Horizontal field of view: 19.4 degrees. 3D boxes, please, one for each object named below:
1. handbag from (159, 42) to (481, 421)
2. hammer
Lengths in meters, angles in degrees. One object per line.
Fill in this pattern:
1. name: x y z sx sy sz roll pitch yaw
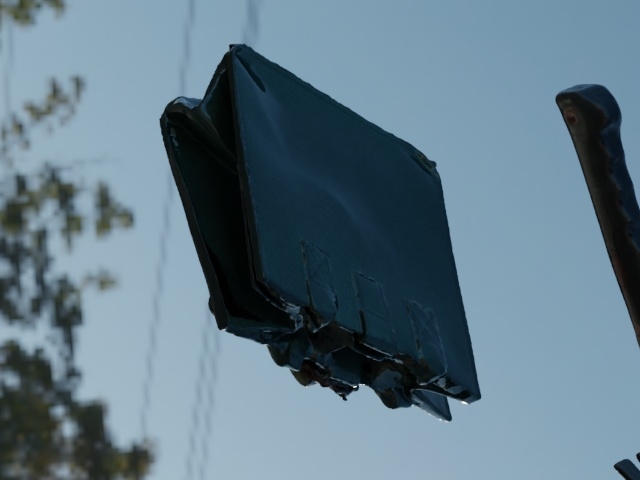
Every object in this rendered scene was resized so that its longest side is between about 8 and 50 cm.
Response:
1. handbag: -0.004 0.001 1.508 0.100 0.269 0.274 -35 -131 28
2. hammer: 0.198 0.044 1.129 0.111 0.033 0.287 -3 -73 58
